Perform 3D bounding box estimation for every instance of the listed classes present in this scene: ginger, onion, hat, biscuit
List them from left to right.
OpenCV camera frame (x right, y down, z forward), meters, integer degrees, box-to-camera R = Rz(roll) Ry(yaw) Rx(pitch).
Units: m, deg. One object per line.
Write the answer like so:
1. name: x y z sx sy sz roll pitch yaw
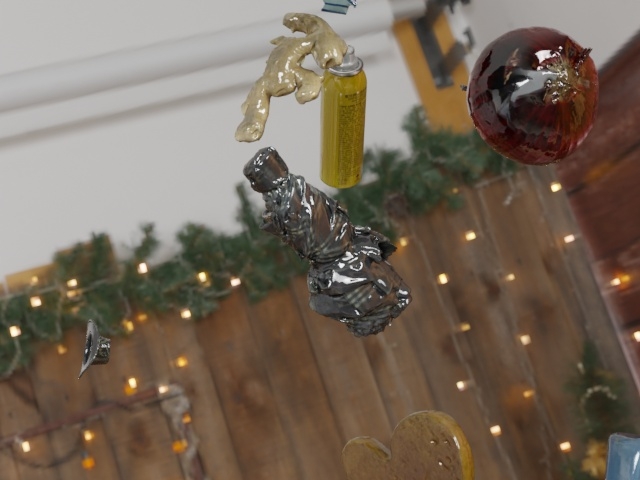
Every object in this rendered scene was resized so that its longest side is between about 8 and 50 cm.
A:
1. hat: -0.428 0.212 1.987 0.050 0.121 0.121 13 -24 -20
2. ginger: -0.051 -0.266 1.724 0.149 0.258 0.065 19 -17 36
3. biscuit: 0.132 0.434 1.641 0.064 0.283 0.432 -10 -46 -43
4. onion: 0.393 -0.271 2.008 0.273 0.273 0.285 -12 -2 -27

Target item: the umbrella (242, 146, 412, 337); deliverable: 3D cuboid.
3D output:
1. umbrella: -0.007 0.010 1.522 0.154 0.336 0.128 -54 26 -1

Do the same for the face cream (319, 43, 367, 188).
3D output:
1. face cream: 0.051 -0.284 2.361 0.105 0.105 0.348 -15 -46 -17

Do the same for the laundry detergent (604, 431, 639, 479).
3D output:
1. laundry detergent: 0.517 0.471 1.744 0.094 0.290 0.143 6 -4 29

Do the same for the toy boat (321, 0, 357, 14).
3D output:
1. toy boat: 0.035 -0.607 2.086 0.210 0.291 0.070 -29 -3 -14
